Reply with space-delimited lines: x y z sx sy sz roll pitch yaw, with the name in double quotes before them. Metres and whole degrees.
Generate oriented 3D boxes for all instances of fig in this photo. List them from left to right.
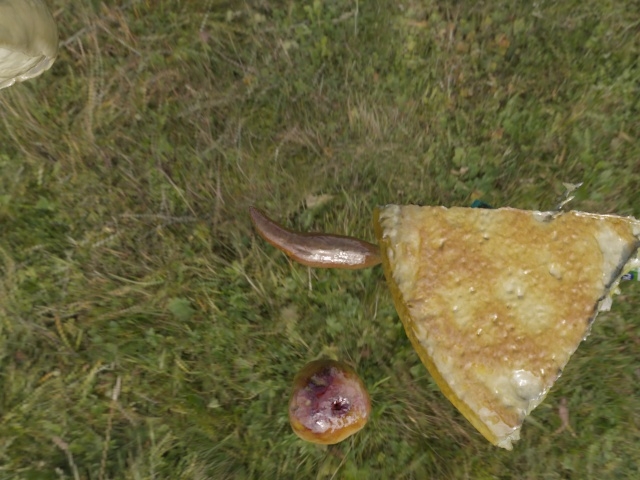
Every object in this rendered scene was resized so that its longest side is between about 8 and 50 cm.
"fig" 0.002 0.310 1.582 0.159 0.257 0.159 3 76 -12

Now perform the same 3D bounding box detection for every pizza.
"pizza" 0.223 0.054 0.852 0.287 0.075 0.280 -19 82 -6

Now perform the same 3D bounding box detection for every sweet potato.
"sweet potato" -0.004 0.008 1.390 0.255 0.058 0.078 15 59 -7

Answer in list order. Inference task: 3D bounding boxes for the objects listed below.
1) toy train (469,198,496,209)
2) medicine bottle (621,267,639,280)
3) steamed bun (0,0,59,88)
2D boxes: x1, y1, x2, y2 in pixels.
"toy train" 0.357 0.008 1.624 0.107 0.154 0.198 -51 47 -1
"medicine bottle" 0.350 0.031 1.174 0.220 0.061 0.092 7 88 22
"steamed bun" -0.245 -0.112 0.379 0.231 0.212 0.110 -25 93 -17
